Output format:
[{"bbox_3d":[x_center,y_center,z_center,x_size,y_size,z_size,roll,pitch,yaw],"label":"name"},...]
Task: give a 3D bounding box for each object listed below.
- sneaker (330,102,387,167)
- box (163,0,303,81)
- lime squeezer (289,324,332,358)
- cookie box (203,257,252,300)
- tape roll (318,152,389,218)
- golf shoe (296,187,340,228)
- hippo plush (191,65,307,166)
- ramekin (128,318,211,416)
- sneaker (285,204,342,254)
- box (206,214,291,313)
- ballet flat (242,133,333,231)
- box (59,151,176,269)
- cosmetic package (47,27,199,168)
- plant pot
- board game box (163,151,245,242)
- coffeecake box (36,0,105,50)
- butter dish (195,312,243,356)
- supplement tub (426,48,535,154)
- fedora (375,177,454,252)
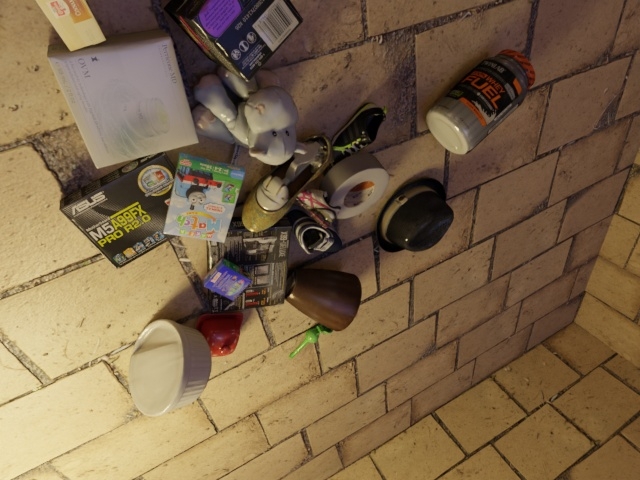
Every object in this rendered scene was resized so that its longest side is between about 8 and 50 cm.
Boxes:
[{"bbox_3d":[0.110,-0.309,1.215,0.084,0.097,0.234,25,105,-40],"label":"sneaker"},{"bbox_3d":[-0.183,-0.451,0.812,0.165,0.270,0.143,-46,133,3],"label":"box"},{"bbox_3d":[0.005,0.383,1.655,0.310,0.059,0.110,-29,131,-14],"label":"lime squeezer"},{"bbox_3d":[-0.271,0.114,1.189,0.092,0.040,0.107,-45,126,13],"label":"cookie box"},{"bbox_3d":[0.106,-0.168,1.281,0.219,0.072,0.219,-23,151,-14],"label":"tape roll"},{"bbox_3d":[-0.020,-0.122,1.217,0.086,0.186,0.067,-46,162,1],"label":"golf shoe"},{"bbox_3d":[-0.172,-0.270,0.968,0.234,0.236,0.294,-10,125,-27],"label":"hippo plush"},{"bbox_3d":[-0.448,0.379,1.233,0.273,0.273,0.127,-55,144,11],"label":"ramekin"},{"bbox_3d":[0.000,0.000,1.319,0.099,0.153,0.282,-50,132,6],"label":"sneaker"},{"bbox_3d":[-0.225,0.074,1.257,0.242,0.076,0.307,-5,123,-19],"label":"box"},{"bbox_3d":[-0.092,-0.171,1.134,0.348,0.123,0.123,-46,134,-12],"label":"ballet flat"},{"bbox_3d":[-0.463,-0.078,1.035,0.270,0.060,0.216,-31,133,-11],"label":"box"},{"bbox_3d":[-0.407,-0.304,0.864,0.225,0.138,0.224,-22,130,-20],"label":"cosmetic package"},{"bbox_3d":[-0.011,0.184,1.428,0.230,0.215,0.215,23,107,-25],"label":"plant pot"},{"bbox_3d":[-0.298,-0.103,1.038,0.160,0.039,0.211,10,118,-26],"label":"board game box"},{"bbox_3d":[-0.450,-0.445,0.675,0.068,0.142,0.185,-27,86,-14],"label":"coffeecake box"},{"bbox_3d":[-0.334,0.334,1.362,0.160,0.118,0.160,5,118,-35],"label":"butter dish"},{"bbox_3d":[0.517,-0.447,1.314,0.316,0.193,0.193,-44,133,0],"label":"supplement tub"},{"bbox_3d":[0.374,-0.064,1.515,0.334,0.152,0.334,-17,128,-22],"label":"fedora"}]
